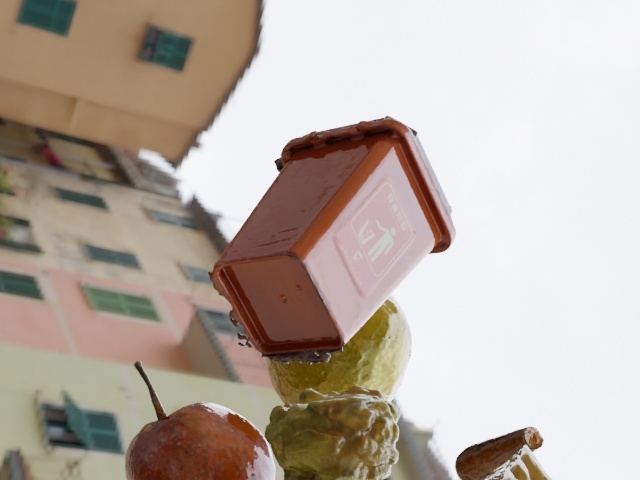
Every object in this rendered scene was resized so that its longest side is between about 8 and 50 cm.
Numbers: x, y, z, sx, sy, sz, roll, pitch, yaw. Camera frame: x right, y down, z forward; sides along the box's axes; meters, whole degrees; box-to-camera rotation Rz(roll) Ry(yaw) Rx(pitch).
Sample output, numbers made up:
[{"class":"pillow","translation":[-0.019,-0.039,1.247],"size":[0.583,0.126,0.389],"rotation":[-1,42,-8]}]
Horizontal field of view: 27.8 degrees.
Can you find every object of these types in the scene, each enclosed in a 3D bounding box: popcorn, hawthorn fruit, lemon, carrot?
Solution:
[{"class":"popcorn","translation":[0.021,0.279,1.765],"size":[0.197,0.197,0.155],"rotation":[-10,-82,56]},{"class":"hawthorn fruit","translation":[-0.200,0.368,2.008],"size":[0.231,0.263,0.235],"rotation":[-66,-163,9]},{"class":"lemon","translation":[0.028,0.196,2.243],"size":[0.253,0.253,0.310],"rotation":[62,-40,48]},{"class":"carrot","translation":[0.244,0.292,1.780],"size":[0.161,0.055,0.055],"rotation":[-42,-135,48]}]

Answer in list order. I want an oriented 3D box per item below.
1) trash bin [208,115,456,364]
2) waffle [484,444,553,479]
[{"class":"trash bin","translation":[0.000,0.000,1.287],"size":[0.184,0.161,0.239],"rotation":[-7,-150,39]},{"class":"waffle","translation":[0.212,0.309,1.285],"size":[0.057,0.274,0.168],"rotation":[-38,-98,16]}]
